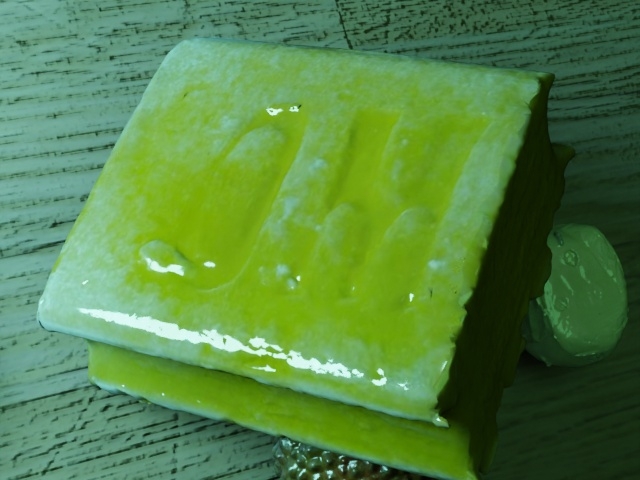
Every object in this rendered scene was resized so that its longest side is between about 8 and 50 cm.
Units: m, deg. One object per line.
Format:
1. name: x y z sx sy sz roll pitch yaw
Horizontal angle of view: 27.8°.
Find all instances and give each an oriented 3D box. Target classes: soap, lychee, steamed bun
1. soap: 0.000 0.000 0.975 0.335 0.156 0.293 11 64 26
2. lychee: 0.038 0.168 1.046 0.165 0.197 0.165 28 31 -19
3. steamed bun: 0.222 0.052 1.184 0.112 0.091 0.130 -13 84 -21
